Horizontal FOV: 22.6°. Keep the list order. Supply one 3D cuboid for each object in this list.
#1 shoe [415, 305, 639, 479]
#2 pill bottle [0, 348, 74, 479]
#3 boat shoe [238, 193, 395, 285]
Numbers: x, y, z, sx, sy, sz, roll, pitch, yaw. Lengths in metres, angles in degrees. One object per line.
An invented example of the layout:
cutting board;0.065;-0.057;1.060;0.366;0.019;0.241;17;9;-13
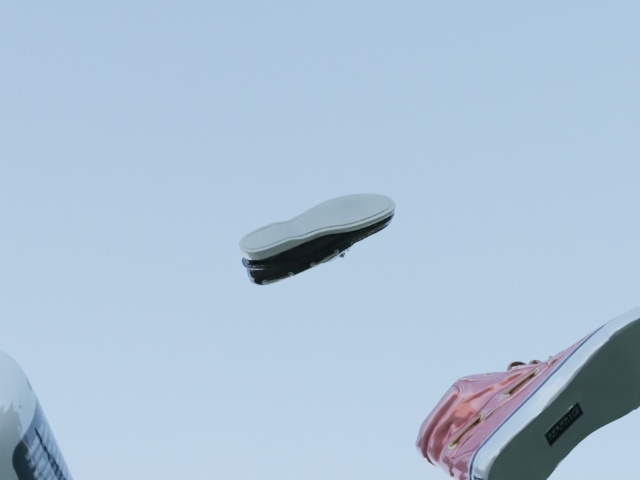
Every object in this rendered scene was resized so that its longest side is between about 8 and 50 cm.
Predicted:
shoe;0.143;0.094;1.025;0.178;0.081;0.063;-39;-57;-20
pill bottle;-0.156;0.102;0.643;0.108;0.108;0.180;-20;-62;-5
boat shoe;0.000;0.000;1.222;0.125;0.046;0.038;-21;-57;-14
